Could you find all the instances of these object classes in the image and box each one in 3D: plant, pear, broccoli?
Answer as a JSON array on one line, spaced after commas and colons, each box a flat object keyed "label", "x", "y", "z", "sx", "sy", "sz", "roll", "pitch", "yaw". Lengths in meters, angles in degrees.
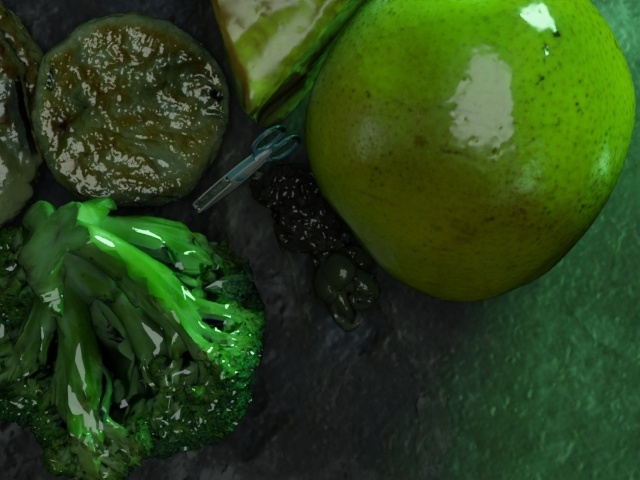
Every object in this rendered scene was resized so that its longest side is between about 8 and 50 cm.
[{"label": "plant", "x": 0.000, "y": 0.000, "z": 1.461, "sx": 0.085, "sy": 0.087, "sz": 0.174, "roll": -32, "pitch": 88, "yaw": 42}, {"label": "pear", "x": 0.130, "y": -0.103, "z": 1.361, "sx": 0.294, "sy": 0.294, "sz": 0.294, "roll": 0, "pitch": 92, "yaw": -1}, {"label": "broccoli", "x": -0.178, "y": 0.074, "z": 1.373, "sx": 0.245, "sy": 0.295, "sz": 0.265, "roll": 55, "pitch": 54, "yaw": -36}]

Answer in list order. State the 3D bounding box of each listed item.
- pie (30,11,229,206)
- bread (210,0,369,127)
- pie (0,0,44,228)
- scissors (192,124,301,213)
[{"label": "pie", "x": -0.175, "y": -0.118, "z": 1.452, "sx": 0.187, "sy": 0.041, "sz": 0.186, "roll": 2, "pitch": 83, "yaw": -17}, {"label": "bread", "x": -0.107, "y": -0.306, "z": 1.376, "sx": 0.362, "sy": 0.233, "sz": 0.245, "roll": 41, "pitch": 92, "yaw": 2}, {"label": "pie", "x": -0.341, "y": -0.121, "z": 1.441, "sx": 0.201, "sy": 0.090, "sz": 0.248, "roll": -21, "pitch": 95, "yaw": -4}, {"label": "scissors", "x": -0.072, "y": -0.065, "z": 1.475, "sx": 0.119, "sy": 0.058, "sz": 0.014, "roll": -38, "pitch": 64, "yaw": 12}]
